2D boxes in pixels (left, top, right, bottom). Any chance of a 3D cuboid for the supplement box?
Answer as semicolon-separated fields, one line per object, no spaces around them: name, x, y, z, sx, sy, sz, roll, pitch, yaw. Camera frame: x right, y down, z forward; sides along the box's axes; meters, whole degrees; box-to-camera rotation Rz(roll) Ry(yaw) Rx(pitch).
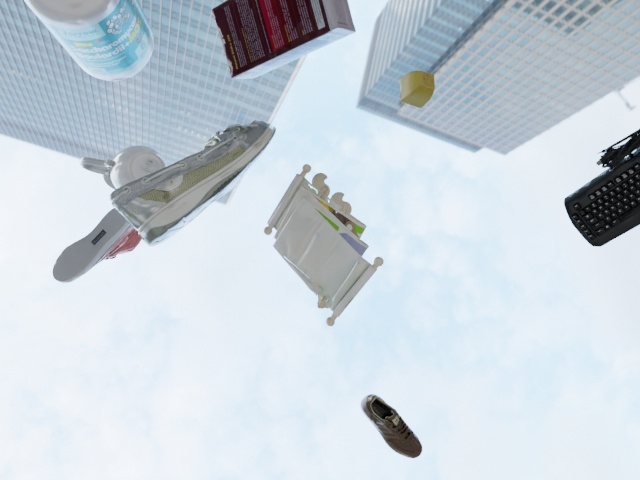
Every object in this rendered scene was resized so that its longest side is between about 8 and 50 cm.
supplement box;-0.069;-0.384;0.906;0.073;0.239;0.131;-25;-78;-55

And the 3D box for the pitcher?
pitcher;-0.472;-0.168;1.246;0.177;0.207;0.126;16;-99;-35

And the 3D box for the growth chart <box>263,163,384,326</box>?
growth chart;0.000;0.000;0.869;0.237;0.172;0.021;52;-157;23

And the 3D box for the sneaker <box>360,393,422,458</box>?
sneaker;0.174;0.448;1.247;0.188;0.071;0.066;41;-119;10

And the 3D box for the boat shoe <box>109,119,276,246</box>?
boat shoe;-0.191;-0.120;0.851;0.103;0.118;0.320;47;-124;-6

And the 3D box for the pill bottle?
pill bottle;-0.363;-0.369;0.805;0.146;0.264;0.146;0;-98;-3

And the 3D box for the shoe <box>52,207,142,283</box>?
shoe;-0.407;0.019;0.969;0.178;0.081;0.063;-45;-111;-6

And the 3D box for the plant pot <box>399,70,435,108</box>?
plant pot;0.287;-0.447;1.507;0.081;0.083;0.082;9;-108;-27

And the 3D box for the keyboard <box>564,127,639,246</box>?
keyboard;0.362;-0.077;0.580;0.100;0.192;0.038;53;-148;8
